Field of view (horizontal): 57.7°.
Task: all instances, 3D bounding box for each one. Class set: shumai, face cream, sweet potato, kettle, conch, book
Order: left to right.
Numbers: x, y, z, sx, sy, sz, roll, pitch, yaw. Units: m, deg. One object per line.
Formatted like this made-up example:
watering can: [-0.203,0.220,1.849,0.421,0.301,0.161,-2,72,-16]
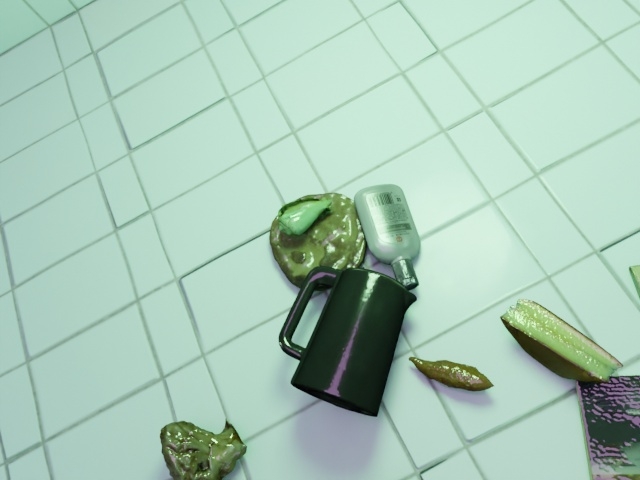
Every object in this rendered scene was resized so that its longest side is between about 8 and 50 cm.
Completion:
shumai: [-0.274,0.501,1.388,0.175,0.166,0.206,-30,88,-8]
conch: [-0.049,-0.078,1.563,0.170,0.079,0.106,-33,64,-19]
kettle: [0.062,0.234,1.394,0.262,0.203,0.308,2,63,44]
face cream: [0.187,-0.011,1.503,0.144,0.071,0.291,-11,65,-14]
sweet potato: [0.303,0.310,1.359,0.205,0.060,0.068,12,34,21]
book: [0.693,0.465,1.200,0.262,0.028,0.374,-5,67,12]

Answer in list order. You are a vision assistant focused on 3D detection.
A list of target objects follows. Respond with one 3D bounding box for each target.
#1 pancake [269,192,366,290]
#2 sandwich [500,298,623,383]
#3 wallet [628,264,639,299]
pancake: [0.000,0.000,1.575,0.294,0.049,0.294,-7,64,15]
sandwich: [0.533,0.232,1.305,0.258,0.096,0.094,38,75,27]
wallet: [0.799,0.093,1.317,0.155,0.039,0.110,-13,64,11]
